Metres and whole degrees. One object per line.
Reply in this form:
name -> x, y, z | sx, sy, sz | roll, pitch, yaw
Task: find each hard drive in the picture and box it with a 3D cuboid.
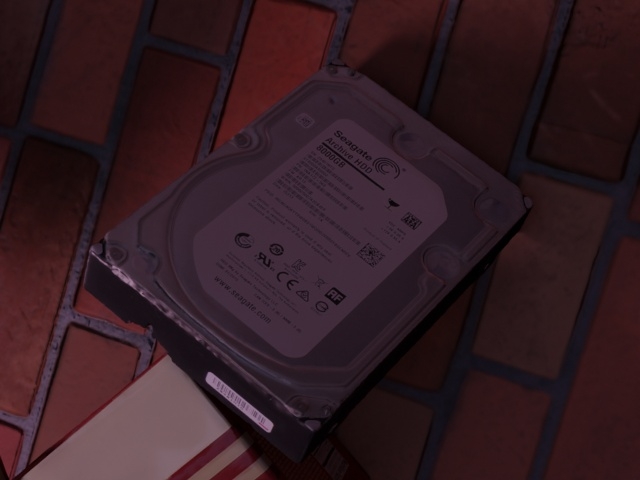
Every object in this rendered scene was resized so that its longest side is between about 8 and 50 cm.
hard drive -> 0.000, 0.000, 1.163 | 0.237, 0.339, 0.064 | 39, 141, 13

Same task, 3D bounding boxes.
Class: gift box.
gift box -> -0.141, 0.221, 1.231 | 0.258, 0.255, 0.276 | -41, 85, 11
